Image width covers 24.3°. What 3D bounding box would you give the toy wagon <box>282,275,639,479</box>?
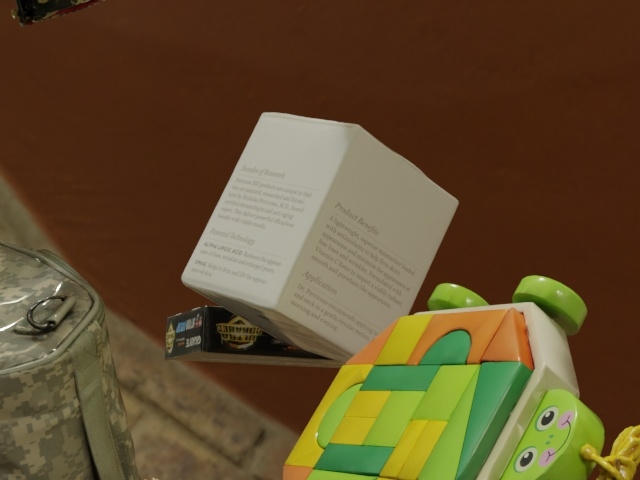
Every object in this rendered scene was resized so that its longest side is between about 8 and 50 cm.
[{"bbox_3d":[0.098,0.143,1.078,0.068,0.267,0.344,39,-22,-20],"label":"toy wagon"}]

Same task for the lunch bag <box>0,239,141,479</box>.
[{"bbox_3d":[-0.270,0.154,1.206,0.256,0.212,0.305,13,-51,26],"label":"lunch bag"}]

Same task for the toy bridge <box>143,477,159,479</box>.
[{"bbox_3d":[-0.136,0.277,1.473,0.188,0.026,0.063,27,-29,54],"label":"toy bridge"}]

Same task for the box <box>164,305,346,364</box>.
[{"bbox_3d":[-0.040,0.105,1.576,0.220,0.051,0.175,5,-8,-19],"label":"box"}]

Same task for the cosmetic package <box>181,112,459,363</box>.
[{"bbox_3d":[0.000,0.000,1.375,0.151,0.184,0.151,34,-14,-38],"label":"cosmetic package"}]

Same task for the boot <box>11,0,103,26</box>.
[{"bbox_3d":[-0.284,-0.277,1.297,0.085,0.236,0.179,-14,-82,33],"label":"boot"}]
